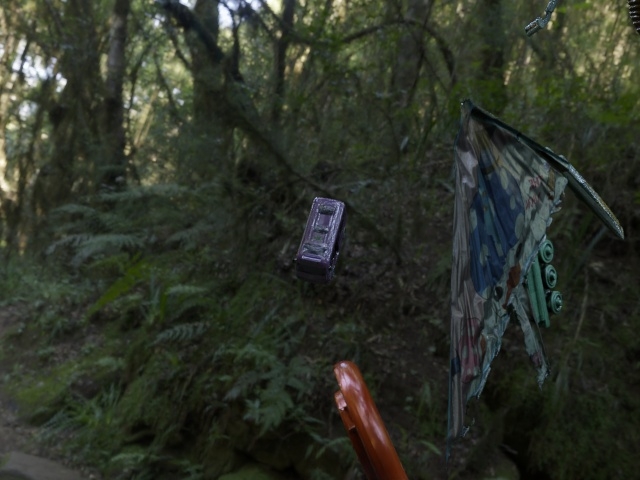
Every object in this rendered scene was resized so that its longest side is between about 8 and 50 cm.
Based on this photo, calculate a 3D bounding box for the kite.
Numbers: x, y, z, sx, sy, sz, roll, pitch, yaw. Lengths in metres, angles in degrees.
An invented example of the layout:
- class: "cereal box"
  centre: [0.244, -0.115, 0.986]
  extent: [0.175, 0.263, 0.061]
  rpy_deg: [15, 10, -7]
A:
- class: "kite"
  centre: [0.179, 0.024, 0.617]
  extent: [0.014, 0.406, 0.368]
  rpy_deg: [3, -46, 37]

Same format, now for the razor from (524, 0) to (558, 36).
- class: "razor"
  centre: [0.530, -0.561, 1.441]
  extent: [0.036, 0.211, 0.084]
  rpy_deg: [28, 4, -4]

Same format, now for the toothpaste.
- class: "toothpaste"
  centre: [0.448, -0.082, 1.094]
  extent: [0.204, 0.031, 0.049]
  rpy_deg: [45, 33, -5]

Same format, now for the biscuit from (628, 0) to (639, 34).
- class: "biscuit"
  centre: [0.855, -0.572, 1.454]
  extent: [0.040, 0.317, 0.318]
  rpy_deg: [-20, 23, -39]

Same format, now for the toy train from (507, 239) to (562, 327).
- class: "toy train"
  centre: [0.342, 0.069, 1.066]
  extent: [0.111, 0.170, 0.071]
  rpy_deg: [-20, 11, -38]

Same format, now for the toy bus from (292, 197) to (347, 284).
- class: "toy bus"
  centre: [0.000, 0.000, 1.399]
  extent: [0.087, 0.178, 0.098]
  rpy_deg: [12, -27, 8]

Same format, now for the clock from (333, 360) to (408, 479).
- class: "clock"
  centre: [0.064, 0.260, 0.863]
  extent: [0.051, 0.205, 0.205]
  rpy_deg: [-23, -6, 0]
